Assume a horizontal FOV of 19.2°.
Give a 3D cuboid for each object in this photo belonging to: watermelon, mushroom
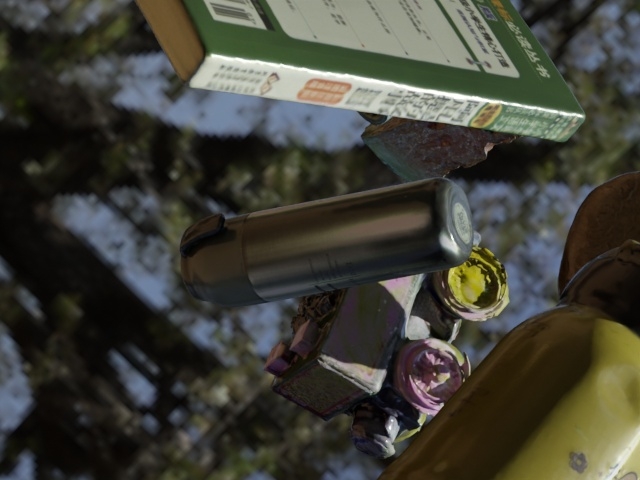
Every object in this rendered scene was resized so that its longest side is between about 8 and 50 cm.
[{"bbox_3d":[0.178,-0.153,2.120,0.241,0.094,0.154,-12,-142,53],"label":"watermelon"},{"bbox_3d":[0.274,0.030,1.793,0.072,0.094,0.209,4,101,-72],"label":"mushroom"}]

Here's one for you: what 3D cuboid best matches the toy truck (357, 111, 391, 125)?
[{"bbox_3d":[-0.005,-0.194,1.510,0.257,0.140,0.108,21,-133,42],"label":"toy truck"}]

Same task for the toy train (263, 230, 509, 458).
[{"bbox_3d":[0.072,0.080,1.880,0.134,0.177,0.260,-38,-156,57],"label":"toy train"}]

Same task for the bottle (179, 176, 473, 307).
[{"bbox_3d":[0.000,0.000,1.600,0.254,0.096,0.079,-11,-135,25],"label":"bottle"}]

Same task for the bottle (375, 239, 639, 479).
[{"bbox_3d":[0.207,0.148,1.584,0.351,0.171,0.171,-45,-163,-22],"label":"bottle"}]

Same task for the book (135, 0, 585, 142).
[{"bbox_3d":[-0.004,-0.138,0.934,0.027,0.264,0.202,-51,-125,30],"label":"book"}]
